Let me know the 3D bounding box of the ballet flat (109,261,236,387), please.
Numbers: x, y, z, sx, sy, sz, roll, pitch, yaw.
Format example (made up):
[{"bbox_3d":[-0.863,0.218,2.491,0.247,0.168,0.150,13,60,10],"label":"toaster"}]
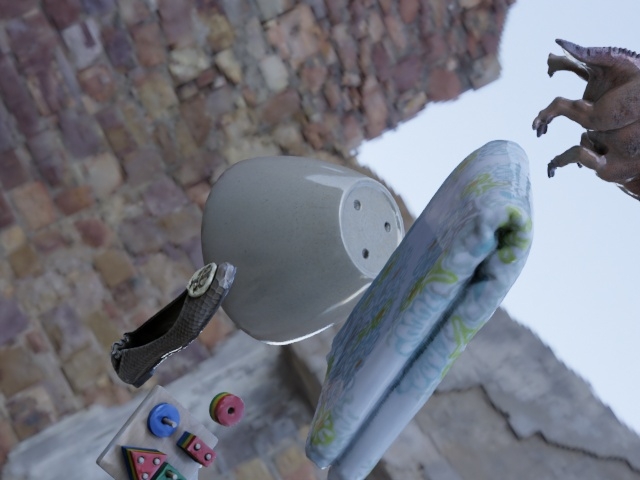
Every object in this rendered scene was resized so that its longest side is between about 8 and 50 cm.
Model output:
[{"bbox_3d":[-0.178,0.095,1.379,0.058,0.084,0.250,37,-47,-12],"label":"ballet flat"}]

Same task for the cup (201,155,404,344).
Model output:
[{"bbox_3d":[0.000,0.000,1.993,0.237,0.331,0.331,-12,-71,40],"label":"cup"}]

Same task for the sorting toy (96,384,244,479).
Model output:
[{"bbox_3d":[-0.216,0.295,1.596,0.046,0.274,0.132,11,-33,53],"label":"sorting toy"}]

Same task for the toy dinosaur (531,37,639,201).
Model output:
[{"bbox_3d":[0.372,-0.141,1.405,0.200,0.127,0.295,-2,-52,31],"label":"toy dinosaur"}]

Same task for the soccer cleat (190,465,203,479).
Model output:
[{"bbox_3d":[-0.212,0.362,1.716,0.068,0.076,0.196,-128,-140,-56],"label":"soccer cleat"}]

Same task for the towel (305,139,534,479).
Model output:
[{"bbox_3d":[0.119,0.072,1.337,0.090,0.374,0.320,32,19,-5],"label":"towel"}]
